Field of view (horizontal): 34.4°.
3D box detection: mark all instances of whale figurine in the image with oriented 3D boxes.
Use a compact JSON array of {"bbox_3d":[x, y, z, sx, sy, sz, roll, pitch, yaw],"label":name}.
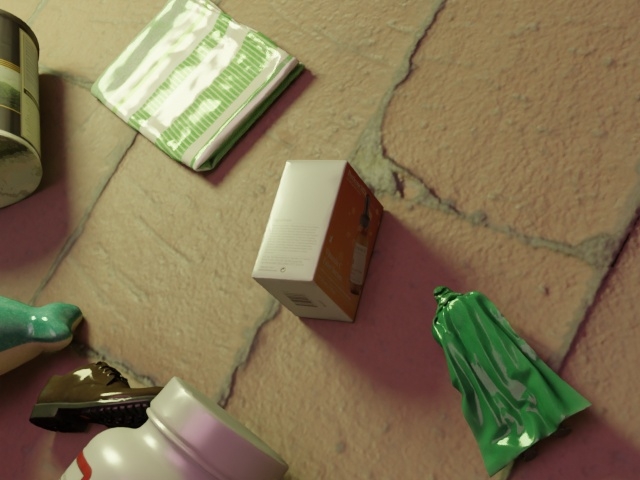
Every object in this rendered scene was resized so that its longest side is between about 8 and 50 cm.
[{"bbox_3d":[-0.487,0.122,1.481,0.272,0.141,0.216,-11,20,5],"label":"whale figurine"}]

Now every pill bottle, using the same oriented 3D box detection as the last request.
[{"bbox_3d":[-0.229,0.367,1.179,0.229,0.229,0.407,34,82,37],"label":"pill bottle"}]

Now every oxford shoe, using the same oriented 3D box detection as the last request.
[{"bbox_3d":[-0.290,0.203,1.395,0.227,0.083,0.096,-4,58,25],"label":"oxford shoe"}]

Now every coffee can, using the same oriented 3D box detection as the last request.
[{"bbox_3d":[-0.561,-0.218,1.695,0.202,0.201,0.275,-22,56,15],"label":"coffee can"}]

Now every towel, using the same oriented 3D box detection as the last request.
[{"bbox_3d":[-0.204,-0.261,1.637,0.248,0.038,0.325,-49,53,-4],"label":"towel"}]

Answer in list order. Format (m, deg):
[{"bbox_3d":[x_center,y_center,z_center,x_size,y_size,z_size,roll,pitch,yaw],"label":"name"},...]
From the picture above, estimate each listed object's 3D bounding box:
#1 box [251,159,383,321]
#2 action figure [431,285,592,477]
[{"bbox_3d":[0.000,0.000,1.327,0.091,0.130,0.170,3,66,30],"label":"box"},{"bbox_3d":[0.195,0.139,1.190,0.137,0.063,0.232,-36,57,8],"label":"action figure"}]
